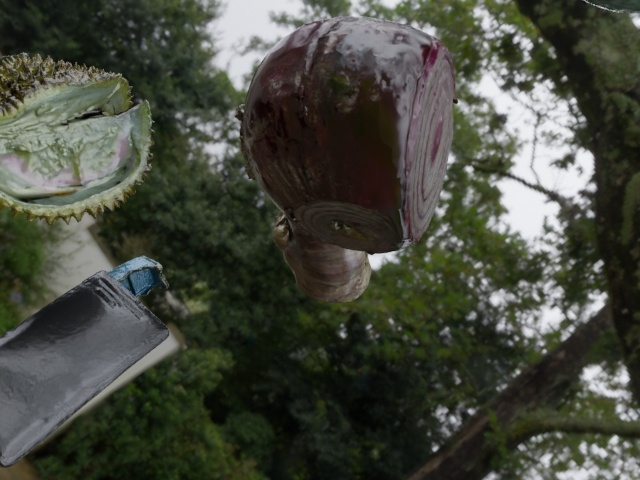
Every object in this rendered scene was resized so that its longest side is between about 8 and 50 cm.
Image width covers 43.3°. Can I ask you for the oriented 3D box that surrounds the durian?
[{"bbox_3d":[-0.317,-0.108,0.900,0.137,0.237,0.193,-6,-99,48],"label":"durian"}]

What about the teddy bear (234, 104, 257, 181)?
[{"bbox_3d":[-0.001,-0.204,1.642,0.222,0.296,0.246,21,-63,61],"label":"teddy bear"}]

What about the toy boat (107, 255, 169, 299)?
[{"bbox_3d":[-0.349,0.102,1.396,0.077,0.185,0.075,39,-31,36],"label":"toy boat"}]

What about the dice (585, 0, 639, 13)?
[{"bbox_3d":[0.468,-0.541,1.077,0.330,0.348,0.328,-5,-36,31],"label":"dice"}]

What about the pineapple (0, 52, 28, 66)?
[{"bbox_3d":[-0.397,-0.166,1.050,0.169,0.169,0.340,50,14,21],"label":"pineapple"}]

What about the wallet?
[{"bbox_3d":[-0.297,0.135,0.916,0.124,0.244,0.025,42,-40,11],"label":"wallet"}]

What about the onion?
[{"bbox_3d":[0.031,-0.133,1.058,0.260,0.282,0.336,7,-10,16],"label":"onion"}]

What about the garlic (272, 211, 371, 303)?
[{"bbox_3d":[0.000,0.000,1.397,0.245,0.160,0.245,170,-90,-89],"label":"garlic"}]
